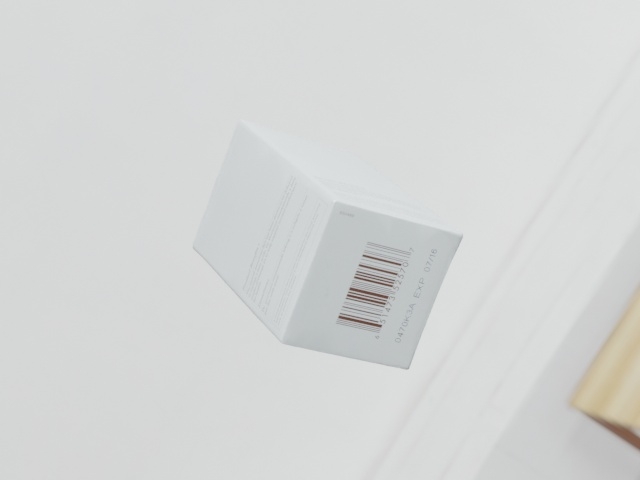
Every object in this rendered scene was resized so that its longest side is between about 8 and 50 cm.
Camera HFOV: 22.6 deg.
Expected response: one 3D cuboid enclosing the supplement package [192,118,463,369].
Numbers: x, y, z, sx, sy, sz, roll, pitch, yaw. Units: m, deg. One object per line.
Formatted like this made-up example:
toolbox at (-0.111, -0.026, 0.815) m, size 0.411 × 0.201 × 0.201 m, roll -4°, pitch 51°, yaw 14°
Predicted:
supplement package at (0.000, 0.000, 1.108) m, size 0.179 × 0.105 × 0.105 m, roll 43°, pitch 116°, yaw 58°
